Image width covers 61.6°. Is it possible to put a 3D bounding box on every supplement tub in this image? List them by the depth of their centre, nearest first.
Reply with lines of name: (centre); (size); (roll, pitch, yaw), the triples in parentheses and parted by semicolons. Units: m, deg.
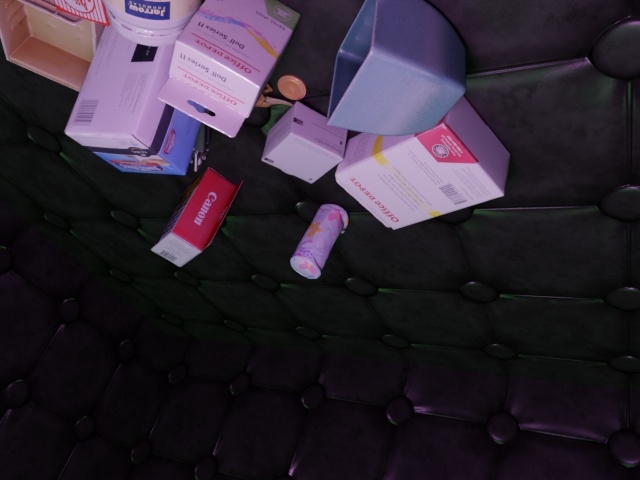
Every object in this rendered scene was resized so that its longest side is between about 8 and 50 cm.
supplement tub: (-0.366, -0.614, 1.159); (0.236, 0.235, 0.324); (23, 148, -4)

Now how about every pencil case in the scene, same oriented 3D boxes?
pencil case: (0.000, 0.000, 1.858); (0.114, 0.273, 0.124); (4, 140, 36)

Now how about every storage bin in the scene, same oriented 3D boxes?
storage bin: (-0.759, -0.590, 1.526); (0.261, 0.123, 0.262); (24, 148, -5)

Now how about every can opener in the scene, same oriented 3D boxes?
can opener: (-0.414, -0.337, 1.760); (0.095, 0.075, 0.283); (20, 147, 0)

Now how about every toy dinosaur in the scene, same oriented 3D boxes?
toy dinosaur: (-0.153, -0.405, 1.545); (0.212, 0.064, 0.112); (1, 157, 8)

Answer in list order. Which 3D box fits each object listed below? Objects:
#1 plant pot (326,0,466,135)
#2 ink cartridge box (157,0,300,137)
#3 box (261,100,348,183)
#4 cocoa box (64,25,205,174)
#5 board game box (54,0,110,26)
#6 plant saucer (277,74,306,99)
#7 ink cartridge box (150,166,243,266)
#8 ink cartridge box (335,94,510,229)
plant pot: (0.184, -0.381, 1.210); (0.253, 0.247, 0.248); (17, 150, -14)
ink cartridge box: (-0.205, -0.430, 1.234); (0.207, 0.353, 0.119); (27, 148, -11)
box: (-0.046, -0.280, 1.567); (0.181, 0.118, 0.182); (22, 150, -26)
cocoa box: (-0.463, -0.377, 1.433); (0.232, 0.346, 0.228); (6, 163, 22)
board game box: (-0.593, -0.636, 1.311); (0.147, 0.045, 0.193); (18, 149, 3)
plant saucer: (-0.080, -0.424, 1.496); (0.084, 0.013, 0.083); (15, 148, 10)
ink cartridge box: (-0.438, -0.094, 1.920); (0.130, 0.309, 0.272); (35, 145, -22)
ink cartridge box: (0.274, -0.208, 1.484); (0.279, 0.160, 0.385); (40, 143, -28)
